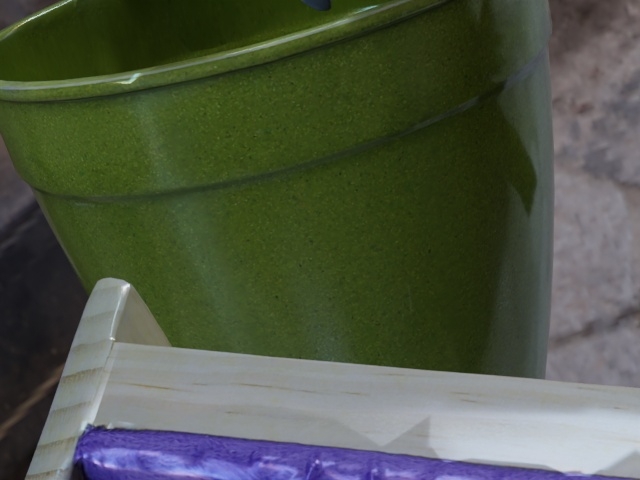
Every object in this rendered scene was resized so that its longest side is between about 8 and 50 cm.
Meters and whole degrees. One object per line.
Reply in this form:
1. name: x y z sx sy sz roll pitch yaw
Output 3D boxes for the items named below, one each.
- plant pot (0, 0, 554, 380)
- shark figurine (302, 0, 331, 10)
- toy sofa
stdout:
1. plant pot: 0.000 0.000 1.005 0.366 0.353 0.366 -13 20 5
2. shark figurine: 0.064 -0.202 0.805 0.278 0.166 0.116 -20 32 -6
3. toy sofa: 0.078 0.131 0.511 0.362 0.150 0.177 3 57 19
